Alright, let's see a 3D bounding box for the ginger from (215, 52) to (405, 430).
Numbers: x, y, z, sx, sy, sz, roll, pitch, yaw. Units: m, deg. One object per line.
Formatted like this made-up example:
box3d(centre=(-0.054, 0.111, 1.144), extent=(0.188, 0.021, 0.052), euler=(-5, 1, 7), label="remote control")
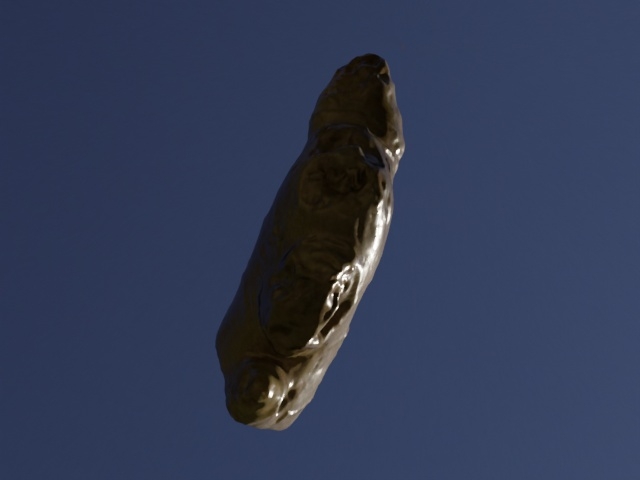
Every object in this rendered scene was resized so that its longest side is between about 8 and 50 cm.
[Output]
box3d(centre=(0.000, 0.002, 1.105), extent=(0.074, 0.137, 0.213), euler=(23, -78, -15), label="ginger")
